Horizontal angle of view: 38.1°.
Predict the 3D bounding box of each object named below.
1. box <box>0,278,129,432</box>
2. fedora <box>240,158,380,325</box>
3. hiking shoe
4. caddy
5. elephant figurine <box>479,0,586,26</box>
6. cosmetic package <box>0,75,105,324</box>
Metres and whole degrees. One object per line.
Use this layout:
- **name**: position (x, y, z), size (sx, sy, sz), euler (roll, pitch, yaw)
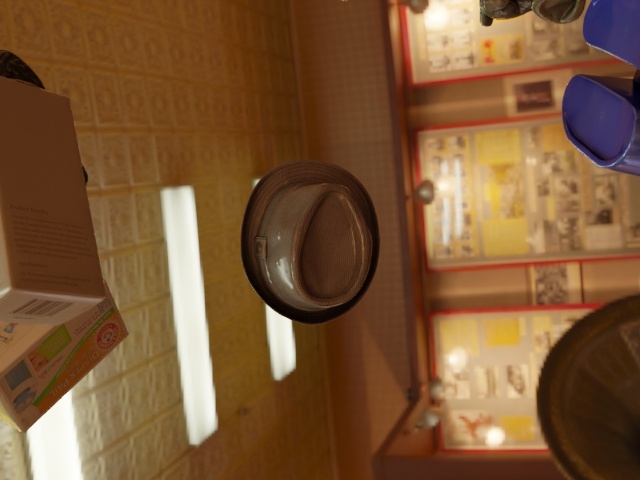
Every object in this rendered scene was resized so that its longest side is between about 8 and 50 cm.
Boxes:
- **box**: position (-0.377, 0.138, 1.257), size (0.203, 0.103, 0.114), euler (-46, -39, -33)
- **fedora**: position (0.000, 0.000, 1.493), size (0.124, 0.243, 0.276), euler (176, 104, -71)
- **hiking shoe**: position (-0.421, -0.164, 1.339), size (0.114, 0.086, 0.227), euler (19, 135, 65)
- **caddy**: position (0.451, -0.201, 1.198), size (0.341, 0.179, 0.241), euler (-97, 15, -68)
- **elephant figurine**: position (0.388, -0.445, 1.561), size (0.186, 0.239, 0.169), euler (-61, -31, -70)
- **cosmetic package**: position (-0.298, -0.039, 0.917), size (0.117, 0.085, 0.231), euler (14, -125, -54)
